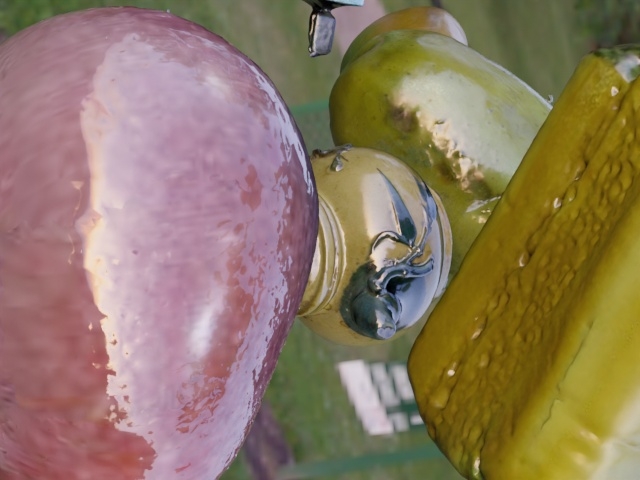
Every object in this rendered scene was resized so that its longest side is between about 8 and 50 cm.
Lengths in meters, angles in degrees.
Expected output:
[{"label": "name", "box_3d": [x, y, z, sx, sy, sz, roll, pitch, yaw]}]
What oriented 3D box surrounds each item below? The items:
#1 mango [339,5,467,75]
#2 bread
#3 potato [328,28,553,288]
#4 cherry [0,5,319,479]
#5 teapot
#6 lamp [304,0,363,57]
[{"label": "mango", "box_3d": [0.093, -0.203, 1.968, 0.251, 0.156, 0.114, -63, 131, -79]}, {"label": "bread", "box_3d": [0.232, 0.041, 1.255, 0.208, 0.376, 0.251, 23, 17, -30]}, {"label": "potato", "box_3d": [0.139, -0.066, 1.647, 0.304, 0.216, 0.216, 37, 22, -5]}, {"label": "cherry", "box_3d": [-0.114, 0.015, 0.928, 0.261, 0.221, 0.307, 120, -26, -68]}, {"label": "teapot", "box_3d": [0.000, 0.000, 1.472, 0.269, 0.183, 0.173, 47, -51, 40]}, {"label": "lamp", "box_3d": [-0.070, -0.275, 1.486, 0.147, 0.284, 0.209, -61, -165, 3]}]
